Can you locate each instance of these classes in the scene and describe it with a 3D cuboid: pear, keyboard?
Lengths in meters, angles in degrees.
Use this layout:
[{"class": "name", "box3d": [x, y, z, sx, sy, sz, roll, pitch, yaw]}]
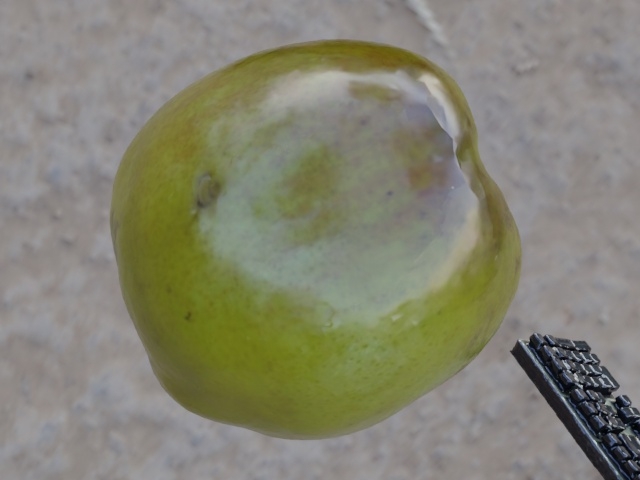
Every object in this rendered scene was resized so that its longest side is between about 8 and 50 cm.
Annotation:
[{"class": "pear", "box3d": [0.000, 0.000, 0.968, 0.200, 0.200, 0.200, 7, 66, -15]}, {"class": "keyboard", "box3d": [0.261, 0.194, 1.537, 0.106, 0.027, 0.317, 7, 41, -50]}]
